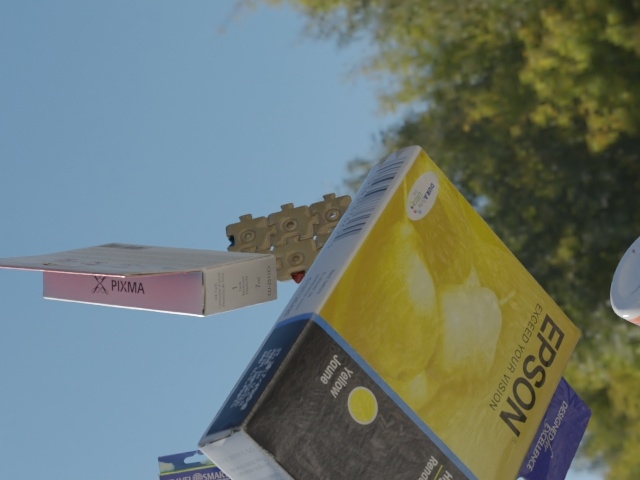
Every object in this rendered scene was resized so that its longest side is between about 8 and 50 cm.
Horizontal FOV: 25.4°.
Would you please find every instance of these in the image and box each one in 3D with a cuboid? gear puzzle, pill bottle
[{"bbox_3d":[0.000,0.000,2.535,0.044,0.339,0.175,71,-174,-50],"label":"gear puzzle"},{"bbox_3d":[0.482,0.081,1.754,0.221,0.121,0.121,26,-140,-13],"label":"pill bottle"}]

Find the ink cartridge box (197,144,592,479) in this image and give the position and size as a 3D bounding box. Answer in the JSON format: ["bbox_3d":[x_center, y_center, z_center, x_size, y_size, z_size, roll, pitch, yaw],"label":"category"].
[{"bbox_3d":[0.093,0.136,1.085,0.307,0.072,0.303,45,-130,-17],"label":"ink cartridge box"}]

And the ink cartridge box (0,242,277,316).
[{"bbox_3d":[-0.248,0.051,1.765,0.261,0.296,0.066,-9,-81,-50],"label":"ink cartridge box"}]

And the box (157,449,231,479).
[{"bbox_3d":[-0.152,0.367,1.877,0.042,0.109,0.178,143,118,-82],"label":"box"}]
